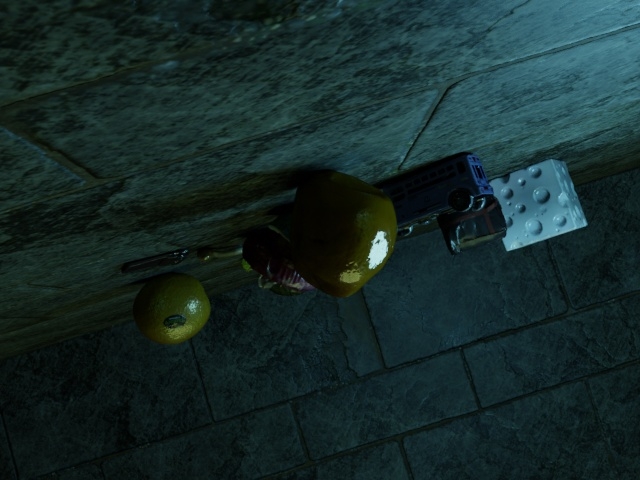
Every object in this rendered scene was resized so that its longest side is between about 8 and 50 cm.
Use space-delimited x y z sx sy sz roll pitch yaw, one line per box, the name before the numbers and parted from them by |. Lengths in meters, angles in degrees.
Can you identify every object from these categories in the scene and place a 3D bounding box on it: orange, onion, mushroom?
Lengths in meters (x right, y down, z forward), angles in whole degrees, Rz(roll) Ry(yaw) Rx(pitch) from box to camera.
orange | -0.456 0.208 2.260 0.236 0.236 0.236 -17 175 -2
onion | -0.085 0.035 1.936 0.163 0.230 0.230 -55 172 2
orange | 0.044 -0.007 1.379 0.183 0.248 0.249 2 171 -11
mushroom | -0.246 0.027 2.048 0.068 0.043 0.306 2 -174 28

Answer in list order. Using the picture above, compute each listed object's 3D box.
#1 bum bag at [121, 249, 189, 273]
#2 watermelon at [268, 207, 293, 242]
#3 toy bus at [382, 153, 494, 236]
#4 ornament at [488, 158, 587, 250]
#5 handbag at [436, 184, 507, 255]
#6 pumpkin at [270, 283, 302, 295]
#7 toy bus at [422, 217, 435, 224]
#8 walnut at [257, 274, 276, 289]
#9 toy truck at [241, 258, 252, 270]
bum bag | -0.414 0.057 1.846 0.159 0.026 0.109 -14 175 -24
watermelon | 0.000 0.000 1.702 0.224 0.180 0.305 -5 161 18
toy bus | 0.248 -0.099 1.748 0.292 0.133 0.125 -21 173 28
ornament | 0.716 -0.118 2.456 0.240 0.239 0.240 -20 174 28
handbag | 0.382 -0.083 1.931 0.169 0.215 0.155 -21 166 7
pumpkin | -0.085 0.092 2.533 0.238 0.159 0.238 -15 -164 4
toy bus | 0.358 -0.111 2.260 0.262 0.091 0.109 -16 -175 -1
walnut | -0.094 0.049 2.203 0.204 0.141 0.238 -33 -173 -28
toy truck | -0.240 0.079 2.513 0.054 0.049 0.083 -15 174 -5
